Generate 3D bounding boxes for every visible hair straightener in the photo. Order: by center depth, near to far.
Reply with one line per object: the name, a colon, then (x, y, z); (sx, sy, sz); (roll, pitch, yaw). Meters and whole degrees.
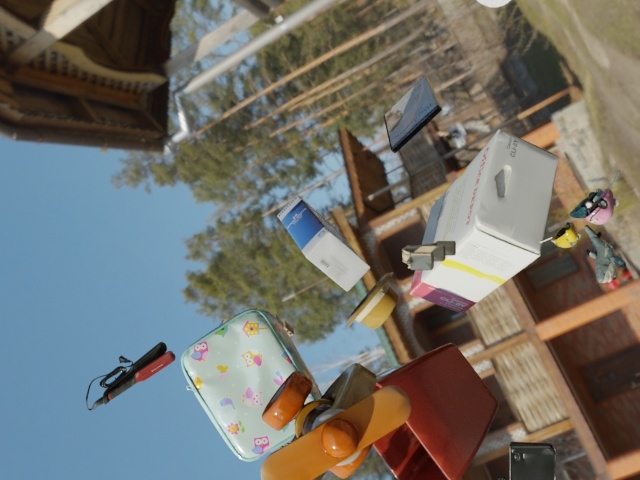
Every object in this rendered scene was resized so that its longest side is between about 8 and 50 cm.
hair straightener: (-0.463, 0.320, 1.589); (0.089, 0.230, 0.047); (38, 159, 39)

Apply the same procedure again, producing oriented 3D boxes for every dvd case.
dvd case: (0.261, -0.370, 1.927); (0.022, 0.180, 0.253); (38, -155, -22)

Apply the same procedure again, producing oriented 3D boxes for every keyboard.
keyboard: (0.355, 0.442, 1.167); (0.023, 0.108, 0.180); (-54, -38, -83)

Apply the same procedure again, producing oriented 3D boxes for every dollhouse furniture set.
dollhouse furniture set: (-0.169, 0.282, 1.838); (0.151, 0.144, 0.123); (50, -153, -46)

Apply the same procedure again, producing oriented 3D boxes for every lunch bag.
lunch bag: (-0.143, 0.288, 1.352); (0.279, 0.224, 0.108); (57, -177, 6)

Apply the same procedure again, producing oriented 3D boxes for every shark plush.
shark plush: (0.686, 0.027, 1.629); (0.073, 0.067, 0.161); (96, 165, -69)

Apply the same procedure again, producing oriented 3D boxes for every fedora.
fedora: (0.152, 0.175, 1.777); (0.079, 0.194, 0.194); (40, -164, 4)

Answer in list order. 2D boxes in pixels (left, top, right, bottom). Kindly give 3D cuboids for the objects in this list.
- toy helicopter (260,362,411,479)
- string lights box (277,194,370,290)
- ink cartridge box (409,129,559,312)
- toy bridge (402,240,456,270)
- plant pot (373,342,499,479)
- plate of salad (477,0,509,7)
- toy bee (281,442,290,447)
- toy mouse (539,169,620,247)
toy helicopter: (-0.023, 0.285, 0.772); (0.140, 0.235, 0.355); (38, -131, -2)
string lights box: (0.000, 0.000, 1.491); (0.133, 0.076, 0.259); (41, -175, -27)
ink cartridge box: (0.376, -0.030, 1.567); (0.161, 0.384, 0.279); (22, -118, -4)
toy bridge: (0.156, 0.020, 1.003); (0.188, 0.063, 0.026); (-14, -77, -67)
plant pot: (0.248, 0.389, 1.550); (0.267, 0.236, 0.267); (53, 155, 6)
plate of salad: (0.329, -0.545, 1.254); (0.200, 0.048, 0.199); (53, 155, 39)
toy bee: (-0.074, 0.445, 1.745); (0.195, 0.298, 0.162); (12, -102, -24)
toy mouse: (0.410, -0.044, 0.995); (0.031, 0.143, 0.161); (43, 179, 3)
